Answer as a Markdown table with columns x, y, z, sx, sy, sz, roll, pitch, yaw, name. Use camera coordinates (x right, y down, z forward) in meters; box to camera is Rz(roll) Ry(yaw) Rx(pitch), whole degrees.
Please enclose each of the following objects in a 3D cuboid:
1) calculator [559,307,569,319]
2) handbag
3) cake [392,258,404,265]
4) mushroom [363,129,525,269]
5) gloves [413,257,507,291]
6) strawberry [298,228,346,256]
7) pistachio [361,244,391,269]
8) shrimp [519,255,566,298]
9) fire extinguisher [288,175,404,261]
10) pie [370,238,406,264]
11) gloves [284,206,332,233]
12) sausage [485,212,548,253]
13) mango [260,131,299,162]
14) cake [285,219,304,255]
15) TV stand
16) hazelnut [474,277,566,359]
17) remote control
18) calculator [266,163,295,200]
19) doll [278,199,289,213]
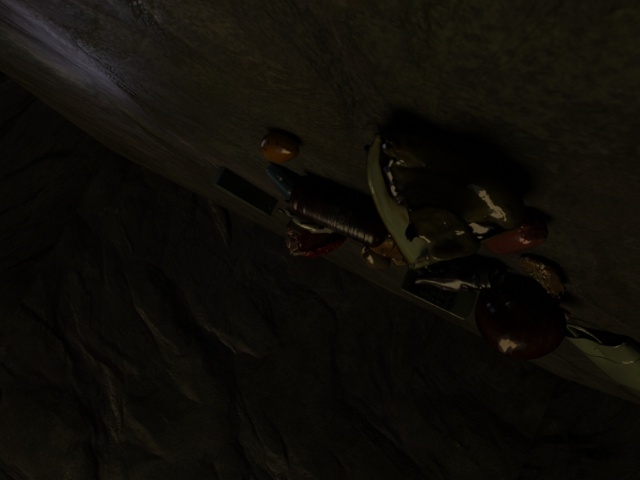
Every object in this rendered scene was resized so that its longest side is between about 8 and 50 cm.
| x | y | z | sx | sy | sz | roll | pitch | yaw | name |
| --- | --- | --- | --- | --- | --- | --- | --- | --- | --- |
| 0.679 | 0.208 | 1.293 | 0.103 | 0.024 | 0.166 | 31 | 171 | -31 | calculator |
| 0.892 | 0.328 | 1.289 | 0.315 | 0.109 | 0.241 | 41 | 171 | -5 | handbag |
| 0.301 | 0.069 | 1.564 | 0.065 | 0.052 | 0.121 | 22 | 171 | 20 | cake |
| 0.184 | -0.079 | 0.664 | 0.292 | 0.212 | 0.217 | 8 | -119 | -76 | mushroom |
| 0.365 | 0.087 | 1.163 | 0.286 | 0.142 | 0.119 | 21 | 145 | 43 | gloves |
| 0.013 | 0.006 | 1.527 | 0.175 | 0.228 | 0.098 | 10 | 127 | 10 | strawberry |
| 0.216 | 0.056 | 1.607 | 0.113 | 0.113 | 0.149 | 22 | 167 | 34 | pistachio |
| 0.511 | 0.083 | 0.949 | 0.184 | 0.043 | 0.091 | 38 | 175 | -31 | shrimp |
| 0.082 | -0.058 | 1.127 | 0.337 | 0.114 | 0.135 | 24 | 131 | 20 | fire extinguisher |
| 0.283 | 0.044 | 1.374 | 0.273 | 0.069 | 0.273 | 24 | 174 | 3 | pie |
| -0.021 | -0.074 | 1.440 | 0.212 | 0.111 | 0.127 | 5 | -159 | -7 | gloves |
| 0.347 | -0.010 | 0.753 | 0.062 | 0.062 | 0.154 | 27 | 172 | 3 | sausage |
| -0.091 | -0.209 | 0.948 | 0.114 | 0.057 | 0.079 | 15 | 159 | 47 | mango |
| -0.069 | -0.008 | 1.887 | 0.208 | 0.178 | 0.185 | 24 | 173 | -3 | cake |
| -0.315 | -0.201 | 1.755 | 0.270 | 0.082 | 0.088 | 32 | 170 | -31 | TV stand |
| 0.532 | 0.211 | 1.135 | 0.234 | 0.218 | 0.218 | 22 | 172 | 36 | hazelnut |
| 0.465 | 0.201 | 1.657 | 0.285 | 0.123 | 0.038 | 27 | 176 | 14 | remote control |
| -0.105 | -0.164 | 1.295 | 0.121 | 0.039 | 0.210 | 43 | 176 | 13 | calculator |
| -0.078 | -0.110 | 1.662 | 0.139 | 0.057 | 0.165 | 19 | 179 | 39 | doll |
